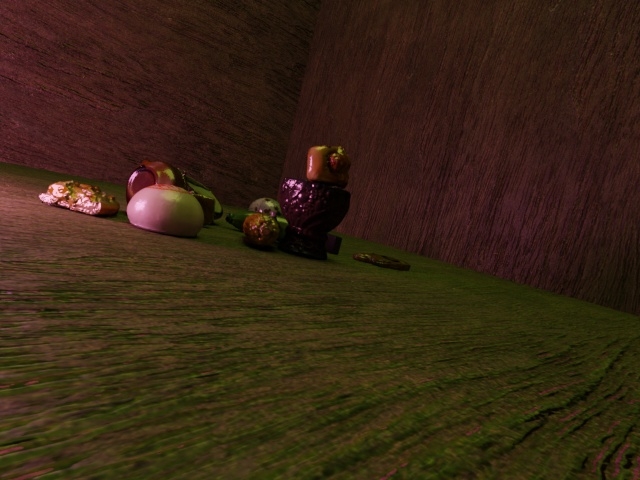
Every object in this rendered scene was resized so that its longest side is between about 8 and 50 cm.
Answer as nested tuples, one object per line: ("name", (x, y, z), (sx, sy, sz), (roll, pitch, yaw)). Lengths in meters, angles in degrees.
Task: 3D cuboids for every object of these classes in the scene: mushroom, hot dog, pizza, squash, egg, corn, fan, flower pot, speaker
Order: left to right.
("pizza", (-0.772, -0.143, 1.414), (0.223, 0.089, 0.323), (15, 3, -22))
("mushroom", (-0.571, -0.157, 1.895), (0.217, 0.212, 0.292), (61, -2, 23))
("corn", (-0.223, -0.042, 1.587), (0.120, 0.120, 0.363), (12, 0, -14))
("egg", (-0.288, -0.132, 2.197), (0.169, 0.169, 0.231), (10, -5, -40))
("squash", (-0.225, -0.065, 1.929), (0.395, 0.107, 0.107), (13, 4, -6))
("fan", (-0.164, -0.046, 1.712), (0.057, 0.023, 0.282), (15, -20, 5))
("flower pot", (-0.038, -0.078, 1.607), (0.266, 0.267, 0.266), (12, 4, -1))
("speaker", (0.000, 0.000, 1.960), (0.044, 0.082, 0.218), (10, 7, -45))
("hot dog", (0.034, -0.264, 1.569), (0.153, 0.150, 0.257), (3, 4, 2))

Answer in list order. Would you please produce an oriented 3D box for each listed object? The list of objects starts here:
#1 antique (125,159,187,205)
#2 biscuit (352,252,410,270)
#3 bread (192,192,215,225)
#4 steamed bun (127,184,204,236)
("antique", (-0.598, -0.180, 1.563), (0.278, 0.223, 0.129), (54, 11, 29))
("biscuit", (0.271, 0.087, 1.932), (0.290, 0.041, 0.208), (11, 4, -30))
("bread", (-0.490, -0.125, 1.731), (0.140, 0.128, 0.069), (8, 5, -7))
("steamed bun", (-0.479, -0.102, 1.361), (0.232, 0.145, 0.232), (14, 4, -1))
